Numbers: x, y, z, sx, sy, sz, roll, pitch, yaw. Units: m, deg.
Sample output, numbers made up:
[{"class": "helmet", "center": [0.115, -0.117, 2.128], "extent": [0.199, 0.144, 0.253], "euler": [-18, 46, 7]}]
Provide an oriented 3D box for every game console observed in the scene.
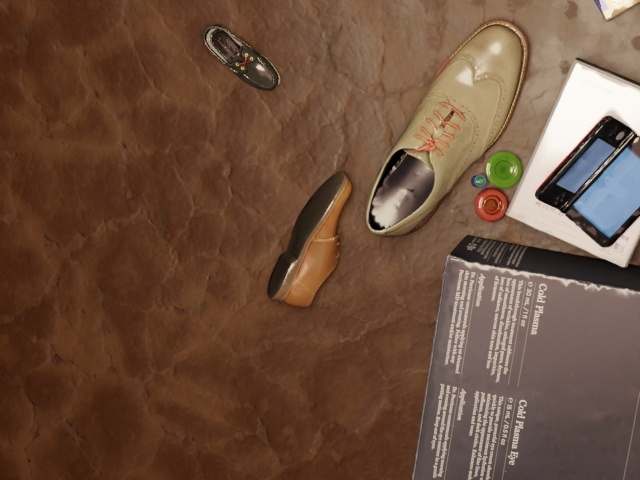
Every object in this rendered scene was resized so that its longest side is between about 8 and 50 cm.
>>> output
[{"class": "game console", "center": [0.373, -0.075, 1.803], "extent": [0.144, 0.124, 0.085], "euler": [-49, 59, 16]}]

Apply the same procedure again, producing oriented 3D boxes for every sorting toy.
[{"class": "sorting toy", "center": [0.242, -0.077, 1.953], "extent": [0.061, 0.042, 0.102], "euler": [19, 91, -5]}]

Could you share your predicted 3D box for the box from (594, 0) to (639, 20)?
[{"class": "box", "center": [0.389, -0.426, 1.859], "extent": [0.136, 0.036, 0.225], "euler": [-30, 90, 16]}]

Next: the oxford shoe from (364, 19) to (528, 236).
[{"class": "oxford shoe", "center": [0.175, -0.144, 1.906], "extent": [0.123, 0.130, 0.348], "euler": [31, 105, 7]}]

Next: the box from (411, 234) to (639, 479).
[{"class": "box", "center": [0.312, 0.195, 1.903], "extent": [0.312, 0.179, 0.343], "euler": [11, 102, 13]}]

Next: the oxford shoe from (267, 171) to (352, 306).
[{"class": "oxford shoe", "center": [0.000, 0.000, 2.017], "extent": [0.076, 0.076, 0.212], "euler": [22, 103, -21]}]

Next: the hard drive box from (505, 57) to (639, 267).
[{"class": "hard drive box", "center": [0.383, -0.108, 1.883], "extent": [0.181, 0.089, 0.232], "euler": [25, 104, 9]}]

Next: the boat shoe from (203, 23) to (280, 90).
[{"class": "boat shoe", "center": [-0.116, -0.263, 2.007], "extent": [0.133, 0.042, 0.049], "euler": [41, 104, 3]}]
